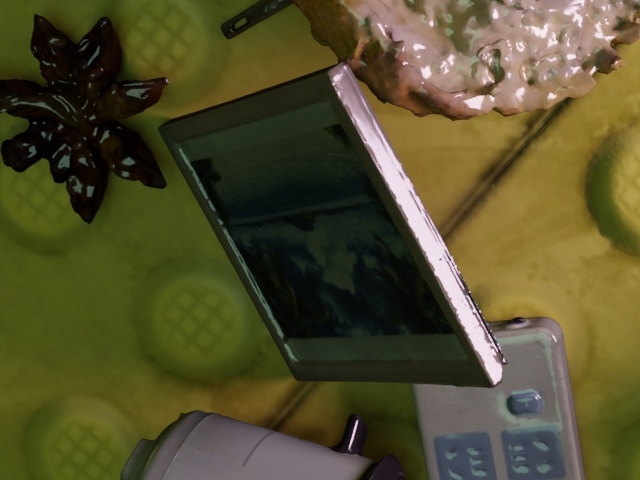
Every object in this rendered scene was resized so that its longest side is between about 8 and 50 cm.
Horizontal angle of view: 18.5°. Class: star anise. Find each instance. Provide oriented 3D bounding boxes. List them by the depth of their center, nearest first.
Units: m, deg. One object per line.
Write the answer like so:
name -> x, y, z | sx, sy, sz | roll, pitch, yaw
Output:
star anise -> -0.181, -0.094, 1.491 | 0.167, 0.057, 0.168 | 4, 111, 9

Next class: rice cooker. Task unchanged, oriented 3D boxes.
rice cooker -> -0.039, 0.257, 1.468 | 0.227, 0.241, 0.281 | 16, 74, 13

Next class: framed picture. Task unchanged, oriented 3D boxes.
framed picture -> 0.000, 0.000, 1.377 | 0.024, 0.315, 0.232 | -33, 100, -24

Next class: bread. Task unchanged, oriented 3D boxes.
bread -> 0.098, -0.206, 1.294 | 0.274, 0.149, 0.274 | 1, 86, -9

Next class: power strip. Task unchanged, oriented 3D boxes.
power strip -> 0.142, 0.177, 1.500 | 0.118, 0.046, 0.270 | -6, 105, 16

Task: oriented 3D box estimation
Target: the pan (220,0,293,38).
pan -> 0.024, -0.188, 1.410 | 0.128, 0.048, 0.202 | 38, 111, 3
